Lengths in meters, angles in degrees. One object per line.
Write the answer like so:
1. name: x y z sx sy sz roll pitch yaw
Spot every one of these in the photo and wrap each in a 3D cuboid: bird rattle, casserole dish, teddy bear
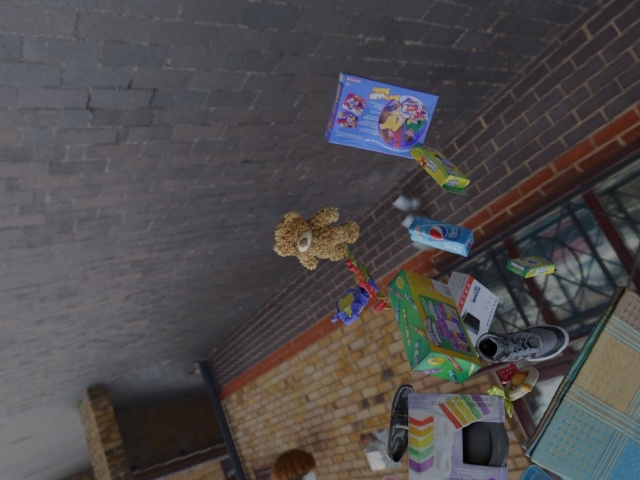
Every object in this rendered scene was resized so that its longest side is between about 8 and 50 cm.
1. bird rattle: 0.809 0.588 2.102 0.253 0.143 0.207 -28 166 -42
2. casserole dish: 0.661 0.752 1.535 0.114 0.037 0.188 -63 -169 0
3. teddy bear: 0.000 0.000 1.766 0.245 0.113 0.338 -39 146 15

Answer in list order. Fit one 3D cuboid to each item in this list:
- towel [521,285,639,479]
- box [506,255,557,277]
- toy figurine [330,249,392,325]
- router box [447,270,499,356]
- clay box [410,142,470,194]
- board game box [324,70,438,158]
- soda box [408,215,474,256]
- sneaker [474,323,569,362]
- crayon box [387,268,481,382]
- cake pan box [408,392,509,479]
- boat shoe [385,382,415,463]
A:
1. towel: 0.577 0.308 0.988 0.370 0.271 0.040 -57 -169 -5
2. box: 0.850 0.102 2.063 0.179 0.043 0.105 -5 -159 -27
3. toy figurine: 0.102 0.206 1.948 0.217 0.191 0.362 -45 -162 9
4. router box: 0.595 0.335 2.147 0.082 0.336 0.301 13 167 47
5. clay box: 0.422 -0.246 1.787 0.127 0.222 0.053 4 129 -42
6. board game box: 0.211 -0.434 1.809 0.346 0.078 0.234 8 113 -17
7. soda box: 0.412 -0.017 1.769 0.067 0.210 0.071 -55 143 -24
8. sneaker: 0.566 0.305 1.493 0.268 0.101 0.153 -20 161 35
9. crayon box: 0.285 0.214 1.331 0.165 0.279 0.081 20 125 -24
10. cake pan box: 0.366 0.535 1.376 0.266 0.246 0.070 -7 161 32
11. boat shoe: 0.301 0.670 1.887 0.102 0.286 0.092 14 175 -2
